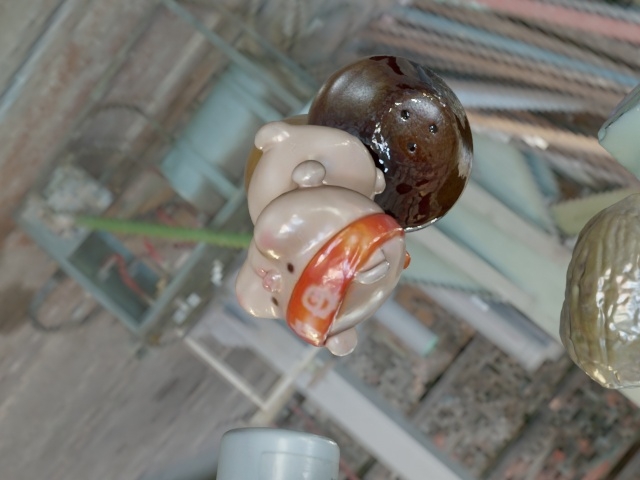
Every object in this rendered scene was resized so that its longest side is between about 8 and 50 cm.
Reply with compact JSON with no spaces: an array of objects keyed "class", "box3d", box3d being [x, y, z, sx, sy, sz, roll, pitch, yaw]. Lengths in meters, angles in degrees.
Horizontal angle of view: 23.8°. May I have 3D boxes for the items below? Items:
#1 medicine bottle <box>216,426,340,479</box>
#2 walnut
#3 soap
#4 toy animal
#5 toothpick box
[{"class":"medicine bottle","box3d":[-0.032,0.191,0.987,0.080,0.080,0.130,74,21,-74]},{"class":"walnut","box3d":[0.358,0.059,1.746,0.178,0.178,0.230,-24,117,-62]},{"class":"soap","box3d":[0.519,-0.222,2.056,0.324,0.109,0.193,-47,-178,43]},{"class":"toy animal","box3d":[0.000,0.000,1.397,0.171,0.197,0.171,-7,140,-6]},{"class":"toothpick box","box3d":[0.034,-0.088,1.669,0.192,0.192,0.294,-43,-168,-27]}]
